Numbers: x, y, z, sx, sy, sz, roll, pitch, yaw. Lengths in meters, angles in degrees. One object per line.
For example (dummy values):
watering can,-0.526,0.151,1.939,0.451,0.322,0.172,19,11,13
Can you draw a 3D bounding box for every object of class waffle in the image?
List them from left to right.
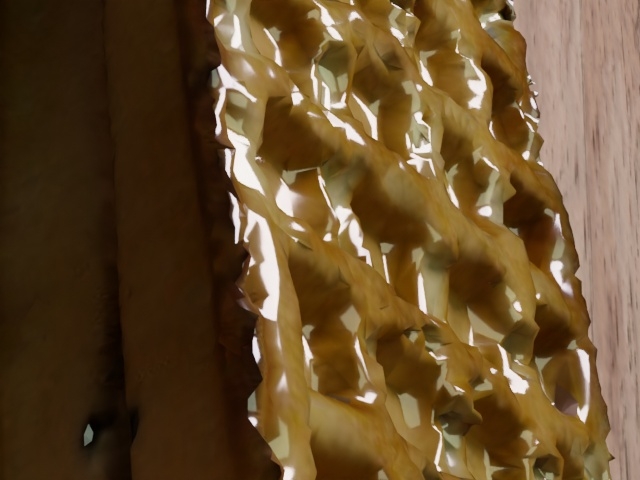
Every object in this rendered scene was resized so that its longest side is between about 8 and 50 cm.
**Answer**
waffle,-0.001,0.001,0.492,0.213,0.091,0.308,37,37,-46
